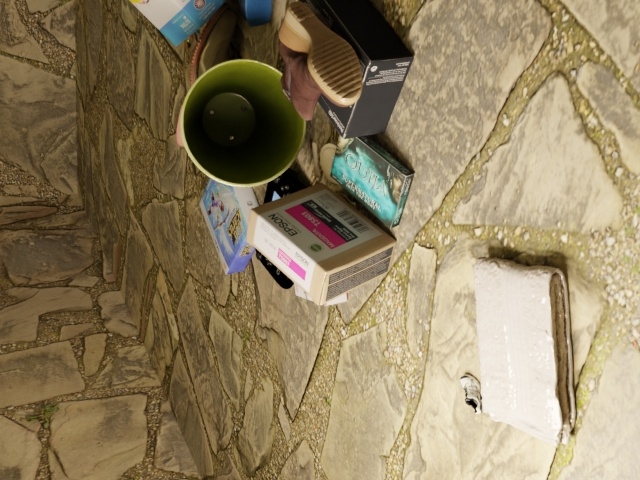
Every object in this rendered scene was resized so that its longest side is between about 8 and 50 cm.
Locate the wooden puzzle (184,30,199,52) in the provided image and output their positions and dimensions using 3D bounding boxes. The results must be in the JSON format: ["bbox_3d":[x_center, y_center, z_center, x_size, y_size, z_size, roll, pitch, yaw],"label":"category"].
[{"bbox_3d":[-0.375,-0.586,2.352,0.116,0.014,0.078,-48,58,58],"label":"wooden puzzle"}]

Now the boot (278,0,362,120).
[{"bbox_3d":[-0.004,-0.287,1.488,0.248,0.090,0.207,61,161,26],"label":"boot"}]

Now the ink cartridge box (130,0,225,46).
[{"bbox_3d":[-0.354,-0.644,1.948,0.270,0.198,0.197,44,161,-19],"label":"ink cartridge box"}]

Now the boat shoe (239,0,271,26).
[{"bbox_3d":[-0.153,-0.603,1.815,0.089,0.109,0.258,61,147,37],"label":"boat shoe"}]

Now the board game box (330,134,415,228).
[{"bbox_3d":[0.095,-0.126,1.571,0.186,0.026,0.126,42,138,31],"label":"board game box"}]

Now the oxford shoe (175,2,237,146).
[{"bbox_3d":[-0.257,-0.407,2.111,0.146,0.140,0.397,22,120,7],"label":"oxford shoe"}]

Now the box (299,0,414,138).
[{"bbox_3d":[0.047,-0.348,1.532,0.261,0.103,0.184,60,146,31],"label":"box"}]

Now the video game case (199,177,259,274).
[{"bbox_3d":[-0.246,-0.073,2.264,0.244,0.061,0.269,66,151,21],"label":"video game case"}]

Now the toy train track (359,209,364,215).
[{"bbox_3d":[0.085,-0.021,1.690,0.048,0.014,0.083,11,110,61],"label":"toy train track"}]

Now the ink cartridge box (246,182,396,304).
[{"bbox_3d":[0.000,0.000,1.619,0.235,0.193,0.088,40,136,32],"label":"ink cartridge box"}]

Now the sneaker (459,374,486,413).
[{"bbox_3d":[0.265,0.269,1.435,0.083,0.037,0.032,52,145,44],"label":"sneaker"}]

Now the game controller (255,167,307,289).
[{"bbox_3d":[-0.088,-0.028,1.966,0.166,0.067,0.319,58,148,35],"label":"game controller"}]

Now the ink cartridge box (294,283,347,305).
[{"bbox_3d":[-0.006,0.080,1.853,0.150,0.063,0.109,11,110,61],"label":"ink cartridge box"}]

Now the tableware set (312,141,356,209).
[{"bbox_3d":[0.042,-0.112,1.708,0.128,0.039,0.194,23,125,46],"label":"tableware set"}]

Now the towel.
[{"bbox_3d":[0.314,0.169,1.287,0.187,0.049,0.282,11,110,61],"label":"towel"}]

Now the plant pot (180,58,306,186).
[{"bbox_3d":[-0.198,-0.275,1.905,0.293,0.275,0.275,-146,48,-74],"label":"plant pot"}]
